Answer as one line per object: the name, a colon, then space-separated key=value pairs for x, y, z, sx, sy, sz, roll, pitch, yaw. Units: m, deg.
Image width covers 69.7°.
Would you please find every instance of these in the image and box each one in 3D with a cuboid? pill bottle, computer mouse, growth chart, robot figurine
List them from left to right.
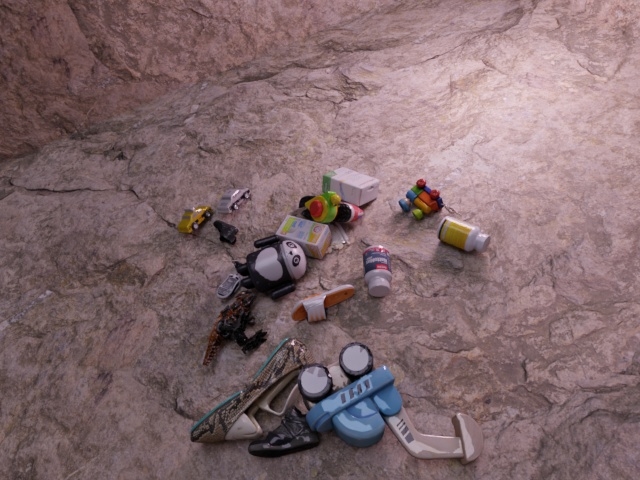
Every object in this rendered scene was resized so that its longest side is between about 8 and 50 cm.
computer mouse: x=-0.369 y=0.175 z=1.945 sx=0.105 sy=0.042 sz=0.193 roll=19 pitch=54 yaw=24
robot figurine: x=-0.194 y=0.106 z=1.855 sx=0.278 sy=0.209 sz=0.174 roll=-20 pitch=24 yaw=1
growth chart: x=0.000 y=0.000 z=1.984 sx=0.237 sy=0.021 sz=0.172 roll=-18 pitch=50 yaw=3
pill bottle: x=0.220 y=0.119 z=1.765 sx=0.107 sy=0.108 sz=0.180 roll=-9 pitch=51 yaw=10
pill bottle: x=0.553 y=-0.019 z=1.775 sx=0.184 sy=0.103 sz=0.103 roll=27 pitch=64 yaw=33

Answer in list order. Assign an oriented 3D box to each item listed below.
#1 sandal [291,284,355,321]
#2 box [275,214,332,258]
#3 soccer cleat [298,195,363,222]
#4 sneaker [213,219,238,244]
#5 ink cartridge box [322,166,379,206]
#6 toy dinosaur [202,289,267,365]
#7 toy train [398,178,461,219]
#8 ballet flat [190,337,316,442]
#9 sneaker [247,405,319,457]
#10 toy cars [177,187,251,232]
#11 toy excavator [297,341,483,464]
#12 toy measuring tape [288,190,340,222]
sandal: x=0.016 y=0.247 z=1.727 sx=0.265 sy=0.102 sz=0.076 roll=-23 pitch=46 yaw=-5
box: x=-0.067 y=-0.015 z=1.934 sx=0.203 sy=0.103 sz=0.114 roll=16 pitch=59 yaw=25
soccer cleat: x=0.039 y=-0.135 z=2.042 sx=0.318 sy=0.116 sz=0.109 roll=12 pitch=98 yaw=39
sneaker: x=-0.449 y=-0.035 z=2.131 sx=0.170 sy=0.051 sz=0.089 roll=17 pitch=55 yaw=24
ink cartridge box: x=0.135 y=-0.243 z=2.055 sx=0.212 sy=0.093 sz=0.154 roll=23 pitch=34 yaw=32
toy dinosaur: x=-0.333 y=0.338 z=1.764 sx=0.218 sy=0.164 sz=0.322 roll=7 pitch=72 yaw=40
toy train: x=0.446 y=-0.135 z=1.911 sx=0.143 sy=0.105 sz=0.248 roll=-38 pitch=51 yaw=-1
ballet flat: x=-0.203 y=0.537 z=1.538 sx=0.482 sy=0.164 sz=0.182 roll=-41 pitch=65 yaw=-20
sneaker: x=-0.124 y=0.618 z=1.484 sx=0.227 sy=0.087 sz=0.130 roll=-15 pitch=48 yaw=1
toy cars: x=-0.519 y=-0.167 z=2.211 sx=0.393 sy=0.087 sz=0.176 roll=-27 pitch=33 yaw=-5
toy excavator: x=0.196 y=0.534 z=1.393 sx=0.432 sy=0.222 sz=0.445 roll=-25 pitch=60 yaw=-13
toy measuring tape: x=-0.026 y=-0.111 z=1.957 sx=0.330 sy=0.121 sz=0.122 roll=-24 pitch=37 yaw=47
